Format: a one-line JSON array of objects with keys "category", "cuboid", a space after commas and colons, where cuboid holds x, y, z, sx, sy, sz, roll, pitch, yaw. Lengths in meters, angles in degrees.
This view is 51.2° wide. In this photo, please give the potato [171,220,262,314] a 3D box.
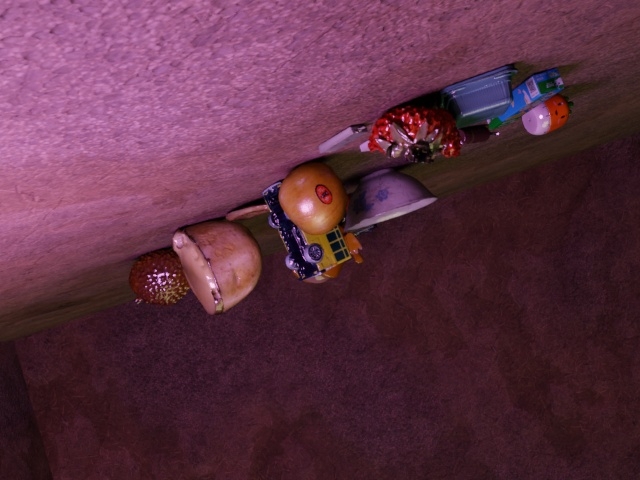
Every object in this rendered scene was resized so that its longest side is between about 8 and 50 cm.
[{"category": "potato", "cuboid": [-0.281, 0.056, 1.950, 0.242, 0.285, 0.242, -26, 143, -21]}]

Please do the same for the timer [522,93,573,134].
[{"category": "timer", "cuboid": [0.597, -0.331, 1.730, 0.136, 0.099, 0.136, -13, -173, 2]}]

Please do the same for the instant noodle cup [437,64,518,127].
[{"category": "instant noodle cup", "cuboid": [0.328, -0.289, 1.386, 0.157, 0.070, 0.179, -17, 177, 7]}]

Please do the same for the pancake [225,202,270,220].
[{"category": "pancake", "cuboid": [-0.149, -0.097, 1.947, 0.250, 0.031, 0.250, -14, -179, 0]}]

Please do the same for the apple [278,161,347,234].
[{"category": "apple", "cuboid": [-0.013, -0.104, 1.613, 0.155, 0.182, 0.182, -42, 173, 5]}]

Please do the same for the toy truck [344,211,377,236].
[{"category": "toy truck", "cuboid": [0.087, -0.065, 2.797, 0.268, 0.124, 0.155, -22, 168, 17]}]

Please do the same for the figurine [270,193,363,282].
[{"category": "figurine", "cuboid": [0.037, -0.001, 2.480, 0.401, 0.268, 0.387, -22, 174, -12]}]

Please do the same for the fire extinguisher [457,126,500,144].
[{"category": "fire extinguisher", "cuboid": [0.426, -0.296, 1.870, 0.157, 0.045, 0.078, -15, -157, -41]}]

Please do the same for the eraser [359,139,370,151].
[{"category": "eraser", "cuboid": [0.137, -0.232, 1.607, 0.083, 0.019, 0.038, -15, 173, -37]}]

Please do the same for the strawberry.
[{"category": "strawberry", "cuboid": [0.200, -0.230, 1.376, 0.188, 0.106, 0.286, 10, -163, 7]}]

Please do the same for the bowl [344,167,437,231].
[{"category": "bowl", "cuboid": [0.201, -0.145, 2.115, 0.313, 0.146, 0.313, -19, 177, -1]}]

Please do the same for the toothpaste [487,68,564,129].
[{"category": "toothpaste", "cuboid": [0.475, -0.329, 1.577, 0.065, 0.050, 0.266, -20, 177, -12]}]

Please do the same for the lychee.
[{"category": "lychee", "cuboid": [-0.537, 0.130, 2.229, 0.238, 0.200, 0.200, -43, 167, 19]}]

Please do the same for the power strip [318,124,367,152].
[{"category": "power strip", "cuboid": [0.051, -0.219, 1.426, 0.051, 0.019, 0.136, -12, 173, -39]}]

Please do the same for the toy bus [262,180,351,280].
[{"category": "toy bus", "cuboid": [-0.036, -0.040, 1.774, 0.150, 0.262, 0.128, -24, -179, -33]}]
